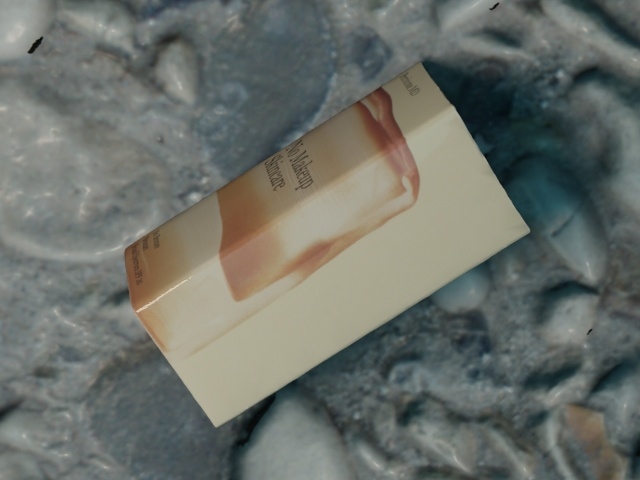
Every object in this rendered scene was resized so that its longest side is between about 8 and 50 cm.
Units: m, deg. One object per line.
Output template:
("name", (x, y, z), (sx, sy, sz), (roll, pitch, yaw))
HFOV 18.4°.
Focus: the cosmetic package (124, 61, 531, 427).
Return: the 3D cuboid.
("cosmetic package", (0.000, 0.000, 1.590), (0.296, 0.153, 0.129), (-32, 110, 2))
